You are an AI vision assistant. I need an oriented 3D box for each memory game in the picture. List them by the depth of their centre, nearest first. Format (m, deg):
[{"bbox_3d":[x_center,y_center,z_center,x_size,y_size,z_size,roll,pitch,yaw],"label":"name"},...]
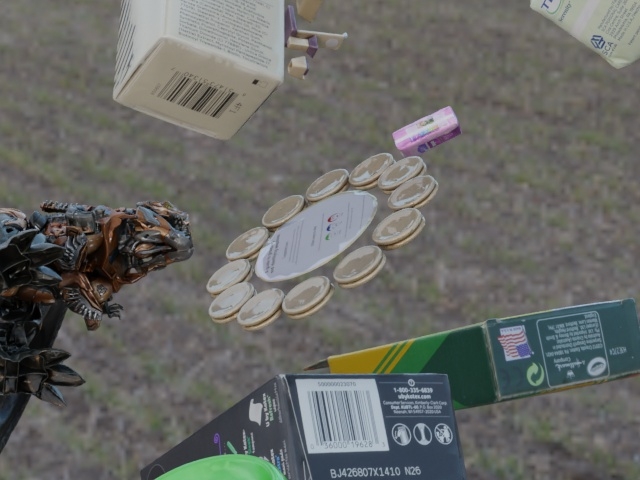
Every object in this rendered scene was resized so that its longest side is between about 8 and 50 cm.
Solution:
[{"bbox_3d":[0.000,0.000,1.077,0.186,0.012,0.186,-27,25,14],"label":"memory game"}]

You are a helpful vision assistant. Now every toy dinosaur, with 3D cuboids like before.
[{"bbox_3d":[-0.278,0.038,1.441,0.322,0.164,0.218,-27,26,4],"label":"toy dinosaur"}]

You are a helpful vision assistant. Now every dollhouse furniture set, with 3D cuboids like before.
[{"bbox_3d":[0.011,-0.261,1.890,0.081,0.114,0.091,5,54,-21],"label":"dollhouse furniture set"}]

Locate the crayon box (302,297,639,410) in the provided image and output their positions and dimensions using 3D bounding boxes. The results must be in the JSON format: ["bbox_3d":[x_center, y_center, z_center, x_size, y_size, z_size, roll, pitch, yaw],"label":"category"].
[{"bbox_3d":[0.152,0.132,1.610,0.202,0.081,0.318,-6,-7,-34],"label":"crayon box"}]

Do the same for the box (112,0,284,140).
[{"bbox_3d":[-0.097,-0.226,1.287,0.113,0.094,0.275,20,50,-25],"label":"box"}]

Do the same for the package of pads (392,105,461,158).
[{"bbox_3d":[0.134,-0.134,1.949,0.083,0.032,0.050,-26,-16,7],"label":"package of pads"}]

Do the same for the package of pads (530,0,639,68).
[{"bbox_3d":[0.284,-0.272,1.067,0.101,0.229,0.296,38,41,14],"label":"package of pads"}]

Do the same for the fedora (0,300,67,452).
[{"bbox_3d":[-0.403,0.126,1.781,0.153,0.334,0.334,25,19,-2],"label":"fedora"}]

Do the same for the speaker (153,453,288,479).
[{"bbox_3d":[-0.025,0.278,0.932,0.131,0.296,0.131,-17,23,7],"label":"speaker"}]

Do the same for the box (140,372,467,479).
[{"bbox_3d":[-0.017,0.217,1.288,0.165,0.143,0.270,4,-26,-31],"label":"box"}]
